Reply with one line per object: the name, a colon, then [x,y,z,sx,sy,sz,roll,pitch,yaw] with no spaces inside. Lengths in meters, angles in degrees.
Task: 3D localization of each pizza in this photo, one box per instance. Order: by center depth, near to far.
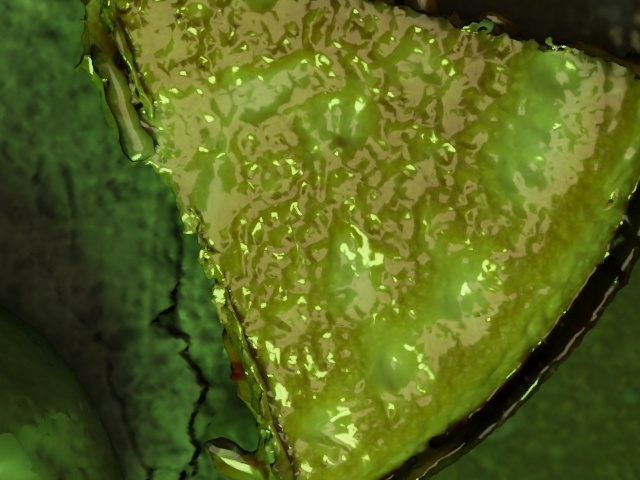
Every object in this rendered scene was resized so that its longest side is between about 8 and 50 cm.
pizza: [0.000,0.000,0.843,0.287,0.074,0.251,18,94,-12]

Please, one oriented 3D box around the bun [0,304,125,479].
bun: [-0.208,0.140,0.770,0.283,0.179,0.283,-2,101,-12]
